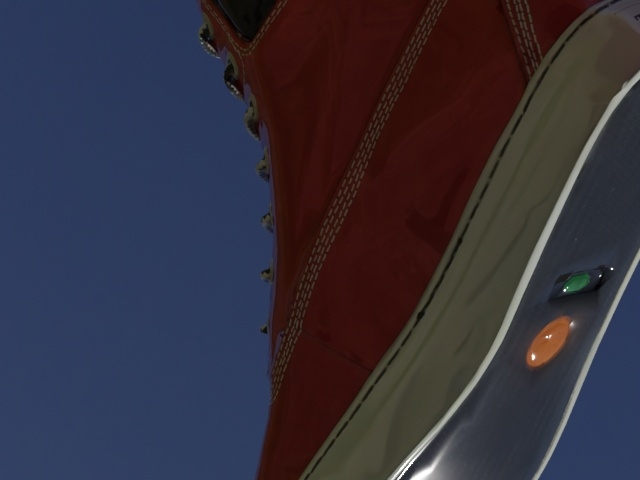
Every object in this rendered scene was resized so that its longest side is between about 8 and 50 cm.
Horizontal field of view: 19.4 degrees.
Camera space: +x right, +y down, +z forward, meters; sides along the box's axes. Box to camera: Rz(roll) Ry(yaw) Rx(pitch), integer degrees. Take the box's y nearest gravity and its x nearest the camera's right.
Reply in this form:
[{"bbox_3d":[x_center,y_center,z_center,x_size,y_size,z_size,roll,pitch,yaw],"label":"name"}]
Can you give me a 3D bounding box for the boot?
[{"bbox_3d":[0.000,0.000,0.592,0.176,0.088,0.244,39,-66,32],"label":"boot"}]
